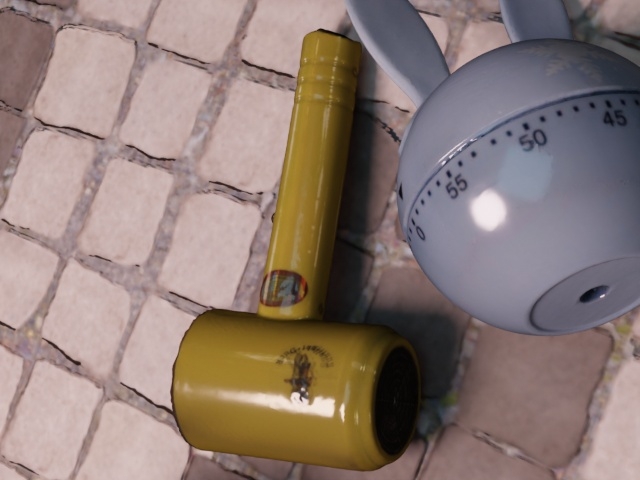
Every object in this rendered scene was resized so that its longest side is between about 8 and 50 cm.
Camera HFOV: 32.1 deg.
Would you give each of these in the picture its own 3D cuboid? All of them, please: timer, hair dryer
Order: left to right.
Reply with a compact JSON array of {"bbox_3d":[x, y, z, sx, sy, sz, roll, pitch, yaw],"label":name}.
[{"bbox_3d":[0.000,0.000,0.702,0.135,0.090,0.279,2,76,29],"label":"hair dryer"},{"bbox_3d":[0.104,-0.054,0.630,0.175,0.175,0.255,-49,36,13],"label":"timer"}]
